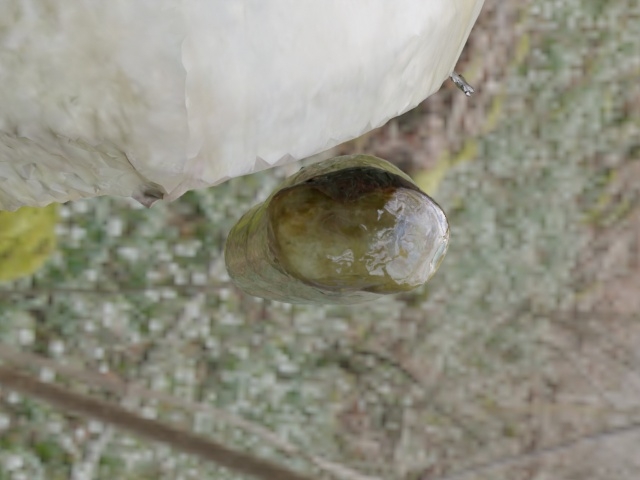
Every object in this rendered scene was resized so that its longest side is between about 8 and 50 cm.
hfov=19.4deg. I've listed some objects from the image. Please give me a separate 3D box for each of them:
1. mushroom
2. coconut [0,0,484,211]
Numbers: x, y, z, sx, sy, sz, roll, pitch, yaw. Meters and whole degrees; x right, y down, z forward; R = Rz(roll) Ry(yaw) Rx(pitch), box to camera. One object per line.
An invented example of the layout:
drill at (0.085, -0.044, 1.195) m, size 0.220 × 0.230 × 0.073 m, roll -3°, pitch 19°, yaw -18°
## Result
mushroom at (0.004, 0.001, 1.177) m, size 0.333 × 0.107 × 0.087 m, roll 146°, pitch -44°, yaw -80°
coconut at (-0.131, -0.198, 0.686) m, size 0.404 × 0.405 × 0.404 m, roll -4°, pitch 95°, yaw -59°
